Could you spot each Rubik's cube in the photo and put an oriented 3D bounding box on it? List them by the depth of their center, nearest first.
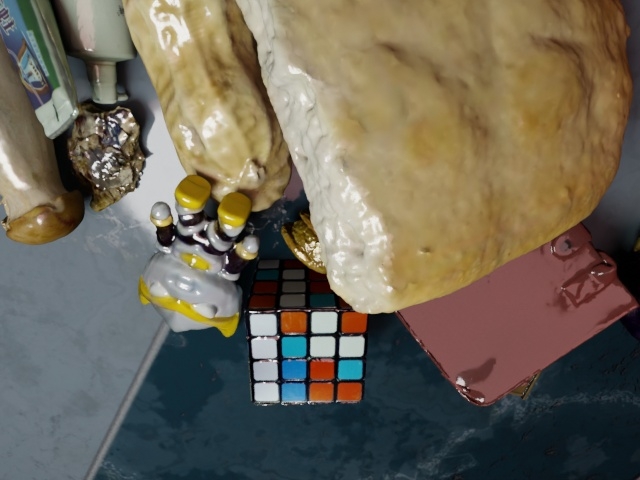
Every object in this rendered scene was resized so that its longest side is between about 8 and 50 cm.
[{"bbox_3d":[-0.020,0.124,0.601,0.154,0.151,0.154,0,112,-3],"label":"Rubik's cube"}]

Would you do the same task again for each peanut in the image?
[{"bbox_3d":[-0.121,-0.182,0.464,0.140,0.153,0.325,-15,120,1],"label":"peanut"}]

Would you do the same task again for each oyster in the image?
[{"bbox_3d":[-0.284,-0.102,0.545,0.103,0.051,0.148,9,123,1],"label":"oyster"}]

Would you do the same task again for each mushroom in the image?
[{"bbox_3d":[-0.380,-0.160,0.469,0.128,0.128,0.351,-16,110,4],"label":"mushroom"}]

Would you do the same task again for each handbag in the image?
[{"bbox_3d":[0.246,0.060,0.595,0.275,0.084,0.260,-38,91,13],"label":"handbag"}]

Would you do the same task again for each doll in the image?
[{"bbox_3d":[-0.159,0.046,0.550,0.145,0.103,0.316,4,142,-23],"label":"doll"}]

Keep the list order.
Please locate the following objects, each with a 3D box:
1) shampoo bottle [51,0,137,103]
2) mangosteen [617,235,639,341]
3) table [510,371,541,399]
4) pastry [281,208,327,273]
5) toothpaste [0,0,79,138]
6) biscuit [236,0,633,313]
[{"bbox_3d":[-0.248,-0.285,0.449,0.085,0.085,0.263,3,113,-4],"label":"shampoo bottle"},{"bbox_3d":[0.530,0.058,0.589,0.194,0.194,0.231,12,91,-8],"label":"mangosteen"},{"bbox_3d":[0.302,0.199,0.691,0.082,0.070,0.083,14,111,-8],"label":"table"},{"bbox_3d":[0.000,0.000,0.576,0.109,0.097,0.057,36,106,-17],"label":"pastry"},{"bbox_3d":[-0.319,-0.303,0.411,0.098,0.061,0.393,-7,101,43],"label":"toothpaste"},{"bbox_3d":[0.140,-0.173,0.411,0.445,0.104,0.430,-14,91,-17],"label":"biscuit"}]
